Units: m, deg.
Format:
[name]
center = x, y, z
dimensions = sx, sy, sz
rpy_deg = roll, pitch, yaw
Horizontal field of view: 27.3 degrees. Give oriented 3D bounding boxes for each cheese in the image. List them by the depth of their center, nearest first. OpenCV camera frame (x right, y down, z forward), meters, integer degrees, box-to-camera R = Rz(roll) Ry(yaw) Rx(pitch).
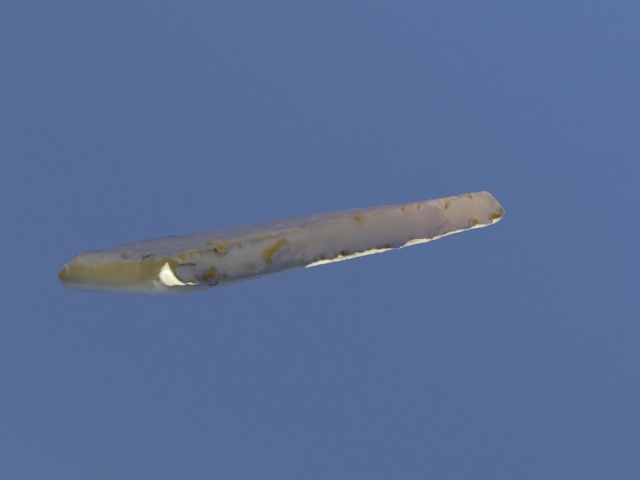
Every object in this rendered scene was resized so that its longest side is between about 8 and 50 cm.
[cheese]
center = 0.001, -0.003, 0.849
dimensions = 0.085, 0.400, 0.034
rpy_deg = -8, -88, 34
